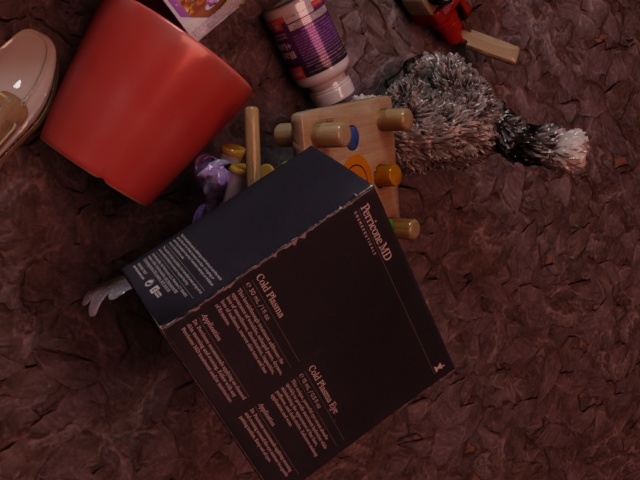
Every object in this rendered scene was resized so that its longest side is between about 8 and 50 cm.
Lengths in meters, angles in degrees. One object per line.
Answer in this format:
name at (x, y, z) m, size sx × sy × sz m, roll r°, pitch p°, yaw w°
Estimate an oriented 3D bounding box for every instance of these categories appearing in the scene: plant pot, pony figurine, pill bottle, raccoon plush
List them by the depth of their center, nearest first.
plant pot at (-0.279, -0.203, 1.417) m, size 0.275 × 0.275 × 0.243 m, roll 33°, pitch 88°, yaw -30°
pony figurine at (-0.156, 0.035, 1.495) m, size 0.351 × 0.303 × 0.363 m, roll -13°, pitch 125°, yaw -54°
raccoon plush at (0.204, -0.180, 1.625) m, size 0.299 × 0.446 × 0.216 m, roll -39°, pitch 127°, yaw -37°
pill bottle at (-0.014, -0.338, 1.643) m, size 0.108 × 0.108 × 0.193 m, roll -36°, pitch 112°, yaw -24°

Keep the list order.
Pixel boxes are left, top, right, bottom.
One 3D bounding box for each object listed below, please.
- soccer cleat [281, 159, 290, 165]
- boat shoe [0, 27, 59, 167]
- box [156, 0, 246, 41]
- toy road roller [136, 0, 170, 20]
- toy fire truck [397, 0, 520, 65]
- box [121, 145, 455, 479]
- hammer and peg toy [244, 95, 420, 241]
soccer cleat at (-0.030, -0.117, 1.616) m, size 0.072 × 0.179 × 0.060 m, roll 33°, pitch 60°, yaw -20°
boat shoe at (-0.482, -0.186, 1.350) m, size 0.113 × 0.103 × 0.302 m, roll 25°, pitch 79°, yaw 5°
box at (-0.140, -0.459, 1.352) m, size 0.293 × 0.057 × 0.201 m, roll -42°, pitch 120°, yaw -8°
toy road roller at (-0.180, -0.470, 1.481) m, size 0.330 × 0.202 × 0.240 m, roll -1°, pitch 107°, yaw -27°
toy fire truck at (0.297, -0.471, 1.812) m, size 0.217 × 0.158 × 0.246 m, roll -55°, pitch 130°, yaw -16°
box at (-0.034, 0.110, 1.252) m, size 0.313 × 0.179 × 0.343 m, roll -33°, pitch 124°, yaw -11°
hammer and peg toy at (0.017, -0.084, 1.419) m, size 0.361 × 0.127 × 0.265 m, roll -20°, pitch 109°, yaw -52°
